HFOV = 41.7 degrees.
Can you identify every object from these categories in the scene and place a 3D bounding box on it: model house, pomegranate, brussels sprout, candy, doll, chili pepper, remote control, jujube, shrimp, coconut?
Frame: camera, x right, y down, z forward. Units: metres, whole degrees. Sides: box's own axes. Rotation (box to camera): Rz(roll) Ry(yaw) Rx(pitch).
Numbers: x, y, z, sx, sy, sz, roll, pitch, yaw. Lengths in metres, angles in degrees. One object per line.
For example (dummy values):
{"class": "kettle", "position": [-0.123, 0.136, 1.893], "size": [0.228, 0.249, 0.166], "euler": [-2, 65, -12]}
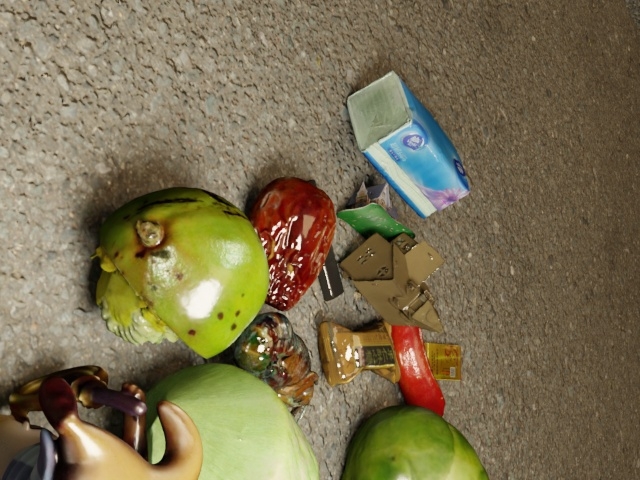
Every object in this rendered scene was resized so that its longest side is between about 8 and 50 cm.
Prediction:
{"class": "model house", "position": [0.189, 0.101, 1.684], "size": [0.176, 0.248, 0.181], "euler": [-42, 133, -2]}
{"class": "pomegranate", "position": [-0.194, 0.053, 1.263], "size": [0.340, 0.260, 0.261], "euler": [35, 55, -70]}
{"class": "brussels sprout", "position": [0.170, 0.506, 1.619], "size": [0.275, 0.314, 0.371], "euler": [13, 78, -26]}
{"class": "candy", "position": [0.090, 0.229, 1.705], "size": [0.271, 0.101, 0.143], "euler": [6, 72, -58]}
{"class": "doll", "position": [-0.313, 0.275, 0.995], "size": [0.209, 0.339, 0.318], "euler": [54, 50, -10]}
{"class": "chili pepper", "position": [0.220, 0.270, 1.862], "size": [0.137, 0.091, 0.369], "euler": [-25, 105, -50]}
{"class": "remote control", "position": [0.000, 0.000, 1.684], "size": [0.063, 0.025, 0.245], "euler": [-31, 109, -54]}
{"class": "jujube", "position": [-0.063, 0.006, 1.511], "size": [0.168, 0.168, 0.236], "euler": [24, 81, -48]}
{"class": "model house", "position": [0.123, -0.067, 1.782], "size": [0.167, 0.117, 0.088], "euler": [34, 55, -40]}
{"class": "shrimp", "position": [-0.093, 0.223, 1.428], "size": [0.137, 0.172, 0.372], "euler": [-58, 160, -30]}
{"class": "coconut", "position": [-0.155, 0.327, 1.208], "size": [0.328, 0.281, 0.329], "euler": [-23, 90, -83]}

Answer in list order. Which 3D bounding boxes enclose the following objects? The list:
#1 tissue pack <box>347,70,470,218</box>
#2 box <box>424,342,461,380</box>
{"class": "tissue pack", "position": [0.192, -0.206, 1.821], "size": [0.263, 0.146, 0.198], "euler": [44, 25, -40]}
{"class": "box", "position": [0.289, 0.290, 2.004], "size": [0.156, 0.022, 0.089], "euler": [11, 78, -51]}
